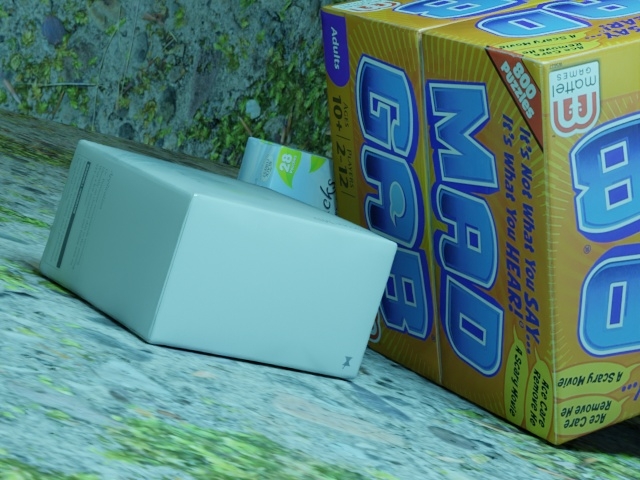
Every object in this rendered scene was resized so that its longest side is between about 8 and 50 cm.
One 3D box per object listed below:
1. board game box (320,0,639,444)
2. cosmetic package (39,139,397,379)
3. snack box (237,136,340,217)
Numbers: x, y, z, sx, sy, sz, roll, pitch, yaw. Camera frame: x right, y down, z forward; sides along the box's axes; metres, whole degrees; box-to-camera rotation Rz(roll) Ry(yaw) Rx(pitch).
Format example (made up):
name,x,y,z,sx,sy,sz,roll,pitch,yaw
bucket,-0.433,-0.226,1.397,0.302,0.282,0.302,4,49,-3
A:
name,x,y,z,sx,sy,sz,roll,pitch,yaw
board game box,0.253,-0.065,1.739,0.356,0.356,0.356,-16,21,-28
cosmetic package,-0.094,0.016,1.599,0.224,0.138,0.225,13,8,-37
snack box,0.000,0.000,1.857,0.207,0.174,0.070,12,4,-36
